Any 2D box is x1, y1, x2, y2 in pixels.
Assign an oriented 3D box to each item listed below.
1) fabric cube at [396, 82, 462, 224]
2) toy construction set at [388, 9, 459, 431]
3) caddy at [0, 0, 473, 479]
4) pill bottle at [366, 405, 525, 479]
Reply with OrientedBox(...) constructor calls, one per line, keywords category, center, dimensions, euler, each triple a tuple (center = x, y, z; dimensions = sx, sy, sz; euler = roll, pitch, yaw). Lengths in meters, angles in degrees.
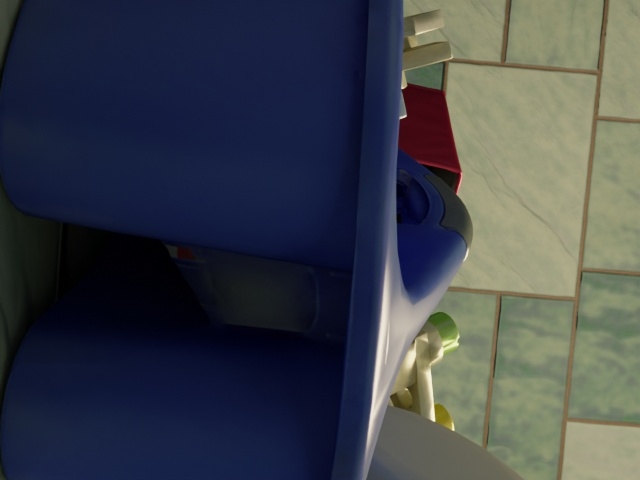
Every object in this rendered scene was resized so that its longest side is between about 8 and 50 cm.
OrientedBox(category="fabric cube", center=(0.013, -0.057, 1.355), dimensions=(0.258, 0.259, 0.254), euler=(-88, -170, -60))
OrientedBox(category="toy construction set", center=(0.000, 0.000, 0.742), dimensions=(0.215, 0.151, 0.328), euler=(5, -82, 58))
OrientedBox(category="caddy", center=(-0.021, -0.015, 0.494), dimensions=(0.341, 0.179, 0.241), euler=(-88, -178, -71))
OrientedBox(category="pill bottle", center=(-0.001, 0.257, 0.597), dimensions=(0.176, 0.176, 0.319), euler=(-92, -153, -79))
